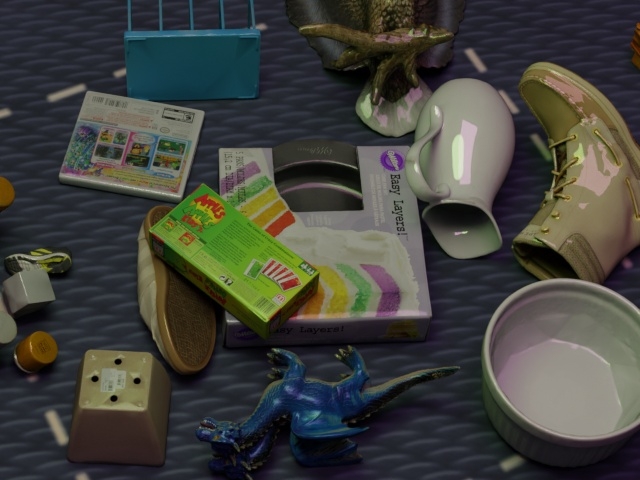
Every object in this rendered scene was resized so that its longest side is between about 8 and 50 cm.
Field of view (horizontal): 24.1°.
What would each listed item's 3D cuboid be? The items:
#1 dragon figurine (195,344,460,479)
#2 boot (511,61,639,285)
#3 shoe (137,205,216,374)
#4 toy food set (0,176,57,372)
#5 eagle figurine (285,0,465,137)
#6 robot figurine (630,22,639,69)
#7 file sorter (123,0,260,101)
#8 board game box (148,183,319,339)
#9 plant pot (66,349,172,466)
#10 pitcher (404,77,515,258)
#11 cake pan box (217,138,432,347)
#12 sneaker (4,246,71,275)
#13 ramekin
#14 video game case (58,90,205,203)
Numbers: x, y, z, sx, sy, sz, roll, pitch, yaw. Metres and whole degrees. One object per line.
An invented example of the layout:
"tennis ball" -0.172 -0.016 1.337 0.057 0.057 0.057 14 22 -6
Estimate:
"dragon figurine" 0.008 0.198 1.661 0.289 0.085 0.144 2 56 -2
"boot" 0.294 -0.070 1.831 0.203 0.095 0.262 -42 96 -24
"shoe" -0.175 0.064 1.764 0.076 0.058 0.219 10 54 -35
"toy food set" -0.391 0.053 1.730 0.111 0.104 0.232 -9 75 -49
"eagle figurine" 0.087 -0.306 1.981 0.226 0.225 0.298 41 16 -23
"robot figurine" 0.577 -0.273 2.028 0.291 0.085 0.211 -21 60 -17
"file sorter" -0.166 -0.258 1.943 0.170 0.118 0.104 -2 53 -5
"board game box" -0.100 0.023 1.720 0.181 0.043 0.092 37 61 19
"plant pot" -0.222 0.177 1.652 0.109 0.096 0.109 4 55 -3
"pitcher" 0.162 -0.107 1.833 0.125 0.178 0.207 -14 52 30
"cake pan box" 0.000 0.000 1.809 0.245 0.070 0.267 1 56 -6
"sneaker" -0.335 0.025 1.793 0.083 0.031 0.035 -1 24 6
"ramekin" 0.278 0.157 1.696 0.207 0.109 0.207 2 56 -3
"video game case" -0.237 -0.119 1.901 0.157 0.019 0.143 10 56 2
